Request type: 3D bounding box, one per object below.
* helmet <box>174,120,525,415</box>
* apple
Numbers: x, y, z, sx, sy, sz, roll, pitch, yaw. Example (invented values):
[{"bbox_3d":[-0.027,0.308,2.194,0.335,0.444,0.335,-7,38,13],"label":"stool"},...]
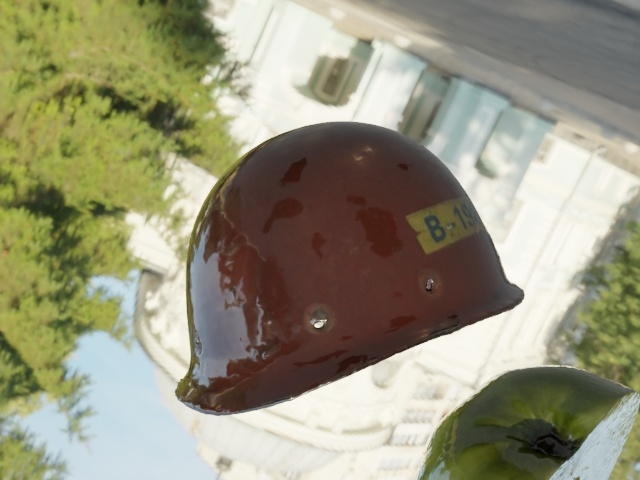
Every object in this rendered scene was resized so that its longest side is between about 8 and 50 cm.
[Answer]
[{"bbox_3d":[0.000,0.000,0.933,0.338,0.230,0.385,-13,-177,38],"label":"helmet"},{"bbox_3d":[0.258,0.316,1.157,0.312,0.360,0.320,-3,-134,2],"label":"apple"}]
